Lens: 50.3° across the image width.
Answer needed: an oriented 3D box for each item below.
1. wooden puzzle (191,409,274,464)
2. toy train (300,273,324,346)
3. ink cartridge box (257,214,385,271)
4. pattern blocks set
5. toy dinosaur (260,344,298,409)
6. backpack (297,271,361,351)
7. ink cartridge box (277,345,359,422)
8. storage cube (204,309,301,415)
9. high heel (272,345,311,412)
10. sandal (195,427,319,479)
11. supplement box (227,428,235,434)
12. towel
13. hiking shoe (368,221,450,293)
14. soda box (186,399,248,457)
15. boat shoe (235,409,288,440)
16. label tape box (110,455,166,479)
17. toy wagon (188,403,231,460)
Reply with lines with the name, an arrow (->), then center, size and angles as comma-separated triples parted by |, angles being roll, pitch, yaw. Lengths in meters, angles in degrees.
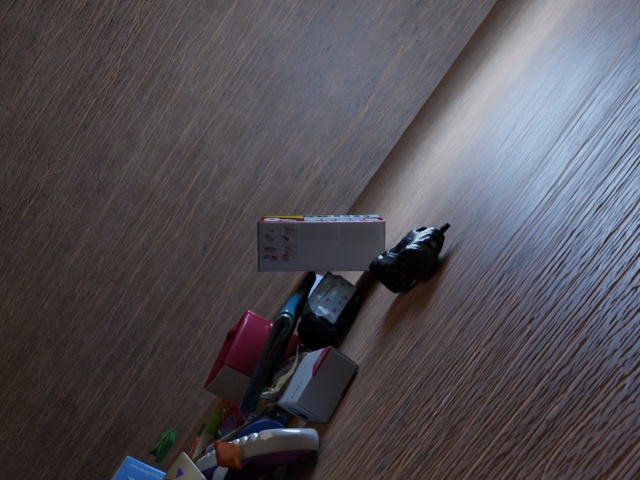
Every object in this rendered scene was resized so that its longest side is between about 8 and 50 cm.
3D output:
wooden puzzle -> -0.238, 0.515, 1.714 | 0.221, 0.044, 0.238 | -22, -21, -40
toy train -> -0.032, 0.232, 1.957 | 0.143, 0.105, 0.248 | 104, -173, -52
ink cartridge box -> 0.000, 0.000, 1.761 | 0.272, 0.310, 0.130 | -101, 11, -84
pattern blocks set -> -0.223, 0.469, 1.151 | 0.285, 0.026, 0.325 | -48, 47, 1
toy dinosaur -> -0.078, 0.305, 1.448 | 0.092, 0.053, 0.183 | -58, -6, 29
backpack -> 0.021, 0.165, 1.655 | 0.182, 0.115, 0.152 | -55, 1, -35
ink cartridge box -> -0.007, 0.285, 1.339 | 0.127, 0.072, 0.175 | -58, 5, -19
storage cube -> -0.188, 0.352, 1.944 | 0.183, 0.215, 0.193 | -50, 14, 47
high heel -> -0.047, 0.279, 1.631 | 0.261, 0.093, 0.186 | 116, 177, -49
sandal -> -0.134, 0.439, 1.269 | 0.416, 0.170, 0.102 | 129, 141, -53
supplement box -> -0.271, 0.610, 2.000 | 0.062, 0.036, 0.098 | -55, 5, 26
towel -> -0.092, 0.238, 1.683 | 0.370, 0.040, 0.271 | -51, -16, -74
hiking shoe -> 0.176, 0.032, 1.317 | 0.114, 0.086, 0.227 | -43, 5, -23
soda box -> -0.333, 0.624, 2.200 | 0.263, 0.092, 0.083 | -55, 3, 2
boat shoe -> -0.141, 0.432, 1.501 | 0.258, 0.109, 0.089 | -49, 4, 41
label tape box -> -0.329, 0.598, 1.219 | 0.115, 0.249, 0.347 | 102, -168, -44
toy wagon -> -0.344, 0.631, 1.984 | 0.267, 0.068, 0.344 | -96, 24, -86
